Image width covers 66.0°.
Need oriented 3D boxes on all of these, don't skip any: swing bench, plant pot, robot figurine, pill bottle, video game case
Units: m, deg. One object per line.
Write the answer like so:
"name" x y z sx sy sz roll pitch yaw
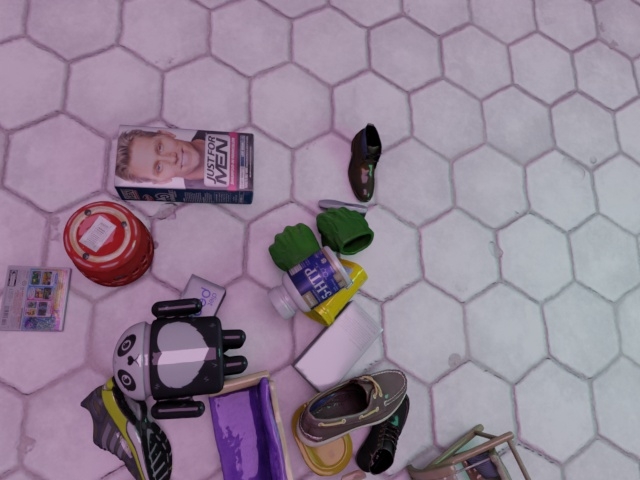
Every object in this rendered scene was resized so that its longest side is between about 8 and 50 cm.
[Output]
"swing bench" 0.389 0.636 1.213 0.254 0.165 0.253 -23 82 -16
"plant pot" -0.509 0.008 1.192 0.191 0.174 0.191 3 77 -13
"robot figurine" -0.301 0.253 1.069 0.278 0.174 0.209 -2 32 -14
"pill bottle" -0.030 0.108 1.199 0.186 0.112 0.112 -34 84 -2
"video game case" -0.693 0.141 1.200 0.143 0.019 0.157 3 74 -11

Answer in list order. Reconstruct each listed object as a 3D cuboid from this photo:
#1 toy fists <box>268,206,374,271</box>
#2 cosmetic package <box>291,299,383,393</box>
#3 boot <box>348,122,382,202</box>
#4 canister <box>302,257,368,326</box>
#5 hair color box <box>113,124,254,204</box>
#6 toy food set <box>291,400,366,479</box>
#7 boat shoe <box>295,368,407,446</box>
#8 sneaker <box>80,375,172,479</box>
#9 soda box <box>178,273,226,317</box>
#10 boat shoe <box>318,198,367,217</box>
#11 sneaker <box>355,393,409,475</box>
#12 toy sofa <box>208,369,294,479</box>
"toy fists" 0.000 0.000 1.319 0.279 0.096 0.142 -25 52 -13
"cosmetic package" 0.043 0.277 1.280 0.117 0.085 0.231 45 74 2
"boot" 0.128 -0.226 1.415 0.082 0.106 0.219 0 75 -11
"canister" 0.030 0.131 1.295 0.170 0.126 0.073 -47 121 -20
"hair color box" -0.353 -0.197 1.312 0.347 0.105 0.174 1 75 -11
"toy food set" 0.007 0.504 1.219 0.128 0.071 0.218 -21 76 -19
"boat shoe" 0.092 0.385 1.192 0.324 0.097 0.117 -14 48 -30
"sneaker" -0.442 0.457 1.133 0.121 0.111 0.300 -24 89 14
"soda box" -0.335 0.233 1.209 0.098 0.091 0.286 25 72 -4
"boat shoe" 0.062 -0.086 1.398 0.142 0.049 0.040 9 112 -4
"sneaker" 0.176 0.482 1.233 0.083 0.118 0.222 32 72 -2
"toy sofa" -0.156 0.497 1.133 0.150 0.177 0.363 -11 79 -14
